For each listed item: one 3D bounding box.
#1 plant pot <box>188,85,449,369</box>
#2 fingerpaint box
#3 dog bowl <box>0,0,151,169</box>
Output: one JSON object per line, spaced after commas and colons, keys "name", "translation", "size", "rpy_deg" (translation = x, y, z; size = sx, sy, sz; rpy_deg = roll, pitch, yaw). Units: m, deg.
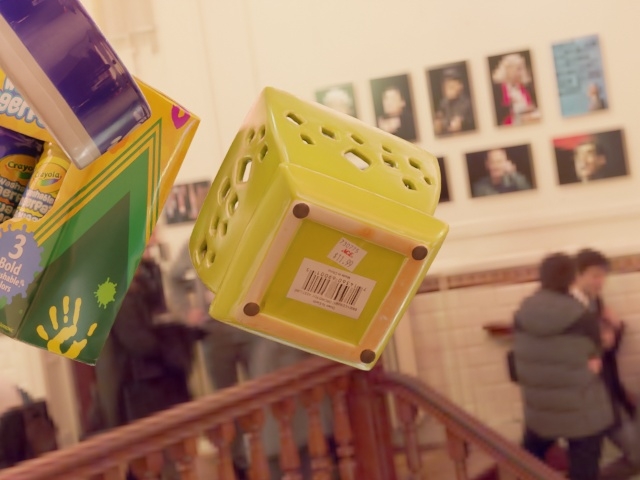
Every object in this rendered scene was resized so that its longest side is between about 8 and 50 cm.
{"name": "plant pot", "translation": [0.000, 0.000, 1.393], "size": [0.228, 0.227, 0.207], "rpy_deg": [20, 24, -17]}
{"name": "fingerpaint box", "translation": [-0.437, -0.080, 1.787], "size": [0.445, 0.371, 0.163], "rpy_deg": [20, -6, 36]}
{"name": "dog bowl", "translation": [-0.304, -0.213, 1.416], "size": [0.104, 0.265, 0.265], "rpy_deg": [-37, 6, -8]}
